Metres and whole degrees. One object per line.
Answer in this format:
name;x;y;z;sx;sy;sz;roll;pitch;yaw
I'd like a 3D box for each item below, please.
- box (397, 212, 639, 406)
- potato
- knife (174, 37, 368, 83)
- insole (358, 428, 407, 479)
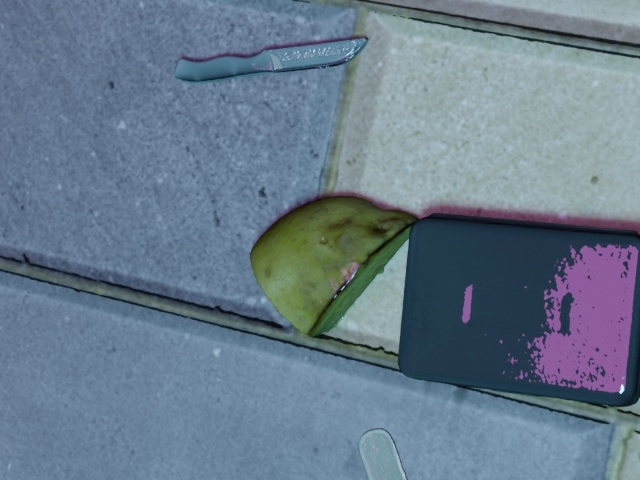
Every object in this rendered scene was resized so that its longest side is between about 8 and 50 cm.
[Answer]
box;0.188;0.062;1.559;0.230;0.050;0.160;6;91;23
potato;0.000;0.000;1.624;0.120;0.081;0.149;44;105;16
knife;-0.051;-0.178;1.686;0.210;0.015;0.028;-4;81;22
insole;0.076;0.253;1.626;0.053;0.002;0.152;-23;80;21
